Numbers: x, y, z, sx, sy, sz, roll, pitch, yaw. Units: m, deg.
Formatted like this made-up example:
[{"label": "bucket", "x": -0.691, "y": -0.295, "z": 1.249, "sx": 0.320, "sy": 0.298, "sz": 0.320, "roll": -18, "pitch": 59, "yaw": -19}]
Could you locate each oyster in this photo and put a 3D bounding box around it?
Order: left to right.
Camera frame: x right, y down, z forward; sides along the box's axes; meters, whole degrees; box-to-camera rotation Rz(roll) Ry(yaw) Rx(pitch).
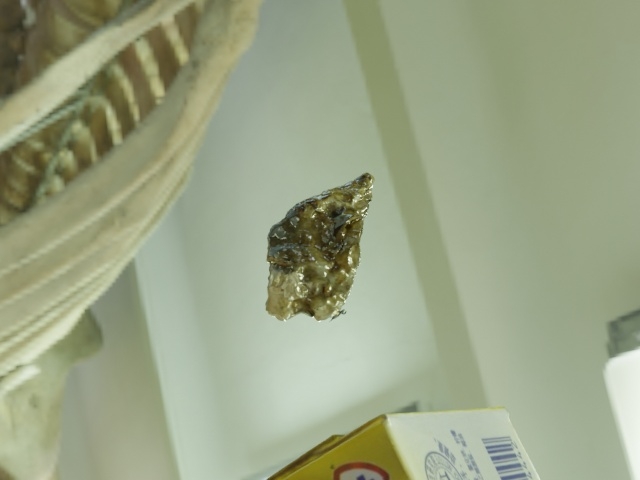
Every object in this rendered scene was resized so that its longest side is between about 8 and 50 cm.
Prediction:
[{"label": "oyster", "x": -0.003, "y": 0.000, "z": 0.595, "sx": 0.093, "sy": 0.051, "sz": 0.034, "roll": -79, "pitch": 151, "yaw": -46}]

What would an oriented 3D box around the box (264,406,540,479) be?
[{"label": "box", "x": 0.086, "y": 0.221, "z": 0.632, "sx": 0.097, "sy": 0.168, "sz": 0.265, "roll": -35, "pitch": -110, "yaw": 22}]
